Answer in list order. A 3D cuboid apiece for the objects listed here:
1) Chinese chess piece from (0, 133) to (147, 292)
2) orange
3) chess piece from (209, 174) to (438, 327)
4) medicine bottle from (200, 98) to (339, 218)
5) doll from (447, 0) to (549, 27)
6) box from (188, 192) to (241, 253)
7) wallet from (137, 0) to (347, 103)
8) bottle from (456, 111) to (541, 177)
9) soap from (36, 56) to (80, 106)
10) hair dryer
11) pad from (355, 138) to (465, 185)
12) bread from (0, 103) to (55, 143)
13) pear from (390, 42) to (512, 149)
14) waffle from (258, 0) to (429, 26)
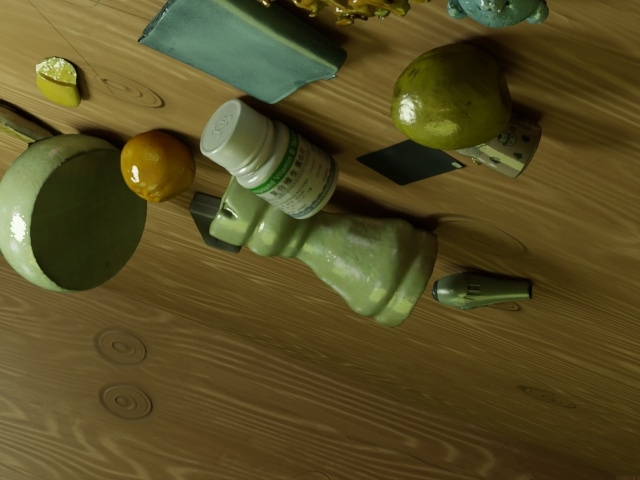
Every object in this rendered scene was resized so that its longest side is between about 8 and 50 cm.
[{"bbox_3d":[-0.543,-0.061,1.925,0.146,0.349,0.349,17,164,32],"label":"Chinese chess piece"},{"bbox_3d":[-0.336,-0.149,1.815,0.159,0.136,0.159,17,158,7],"label":"orange"},{"bbox_3d":[0.000,0.000,1.820,0.442,0.234,0.234,24,161,-6],"label":"chess piece"},{"bbox_3d":[-0.090,-0.148,1.588,0.237,0.139,0.139,33,156,-34],"label":"medicine bottle"},{"bbox_3d":[0.199,-0.297,0.983,0.120,0.075,0.180,8,160,13],"label":"doll"},{"bbox_3d":[-0.254,-0.039,2.175,0.103,0.055,0.243,16,162,8],"label":"box"},{"bbox_3d":[-0.125,-0.294,1.334,0.251,0.054,0.290,27,161,-21],"label":"wallet"},{"bbox_3d":[0.243,-0.163,1.313,0.152,0.099,0.099,24,161,-3],"label":"bottle"},{"bbox_3d":[-0.508,-0.303,1.695,0.089,0.033,0.168,17,161,-4],"label":"soap"},{"bbox_3d":[0.401,0.126,2.030,0.219,0.088,0.225,-6,163,44],"label":"hair dryer"},{"bbox_3d":[0.159,-0.140,1.586,0.116,0.004,0.193,28,160,-26],"label":"pad"},{"bbox_3d":[-0.671,-0.257,1.949,0.214,0.053,0.073,28,163,-36],"label":"bread"},{"bbox_3d":[0.175,-0.194,1.193,0.162,0.149,0.149,-1,156,20],"label":"pear"},{"bbox_3d":[0.002,-0.354,1.020,0.325,0.068,0.302,11,160,25],"label":"waffle"}]
